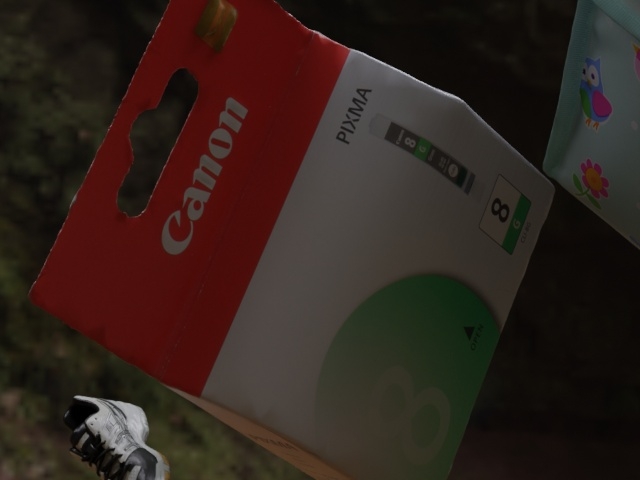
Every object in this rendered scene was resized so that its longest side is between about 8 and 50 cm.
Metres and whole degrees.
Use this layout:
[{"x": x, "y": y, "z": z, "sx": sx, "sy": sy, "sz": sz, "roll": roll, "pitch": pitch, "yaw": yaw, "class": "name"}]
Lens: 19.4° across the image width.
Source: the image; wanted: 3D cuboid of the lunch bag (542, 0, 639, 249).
[{"x": 0.237, "y": -0.086, "z": 0.892, "sx": 0.160, "sy": 0.223, "sz": 0.262, "roll": -30, "pitch": -34, "yaw": -27, "class": "lunch bag"}]

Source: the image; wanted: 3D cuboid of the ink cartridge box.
[{"x": 0.000, "y": 0.000, "z": 0.828, "sx": 0.056, "sy": 0.181, "sz": 0.224, "roll": 6, "pitch": -23, "yaw": 44, "class": "ink cartridge box"}]

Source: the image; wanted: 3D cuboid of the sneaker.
[{"x": -0.090, "y": 0.094, "z": 0.801, "sx": 0.037, "sy": 0.032, "sz": 0.083, "roll": 22, "pitch": 13, "yaw": -27, "class": "sneaker"}]
